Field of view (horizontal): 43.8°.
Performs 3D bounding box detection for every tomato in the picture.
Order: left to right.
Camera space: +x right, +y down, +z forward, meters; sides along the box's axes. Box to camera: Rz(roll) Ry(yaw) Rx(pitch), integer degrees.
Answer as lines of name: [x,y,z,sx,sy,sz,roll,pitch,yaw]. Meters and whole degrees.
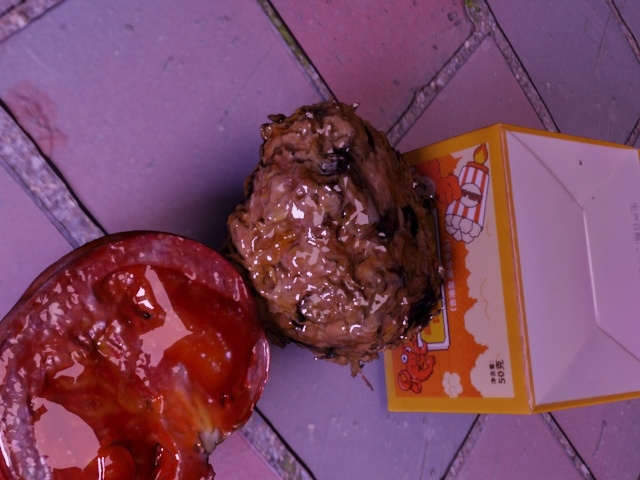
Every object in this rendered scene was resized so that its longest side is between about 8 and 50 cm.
tomato: [-0.162,0.107,0.606,0.200,0.139,0.233,56,50,-22]

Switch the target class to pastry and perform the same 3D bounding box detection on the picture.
pastry: [0.000,0.000,0.752,0.275,0.193,0.275,44,32,-37]

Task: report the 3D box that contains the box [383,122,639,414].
box: [0.216,0.040,0.891,0.259,0.214,0.283,2,79,-37]
